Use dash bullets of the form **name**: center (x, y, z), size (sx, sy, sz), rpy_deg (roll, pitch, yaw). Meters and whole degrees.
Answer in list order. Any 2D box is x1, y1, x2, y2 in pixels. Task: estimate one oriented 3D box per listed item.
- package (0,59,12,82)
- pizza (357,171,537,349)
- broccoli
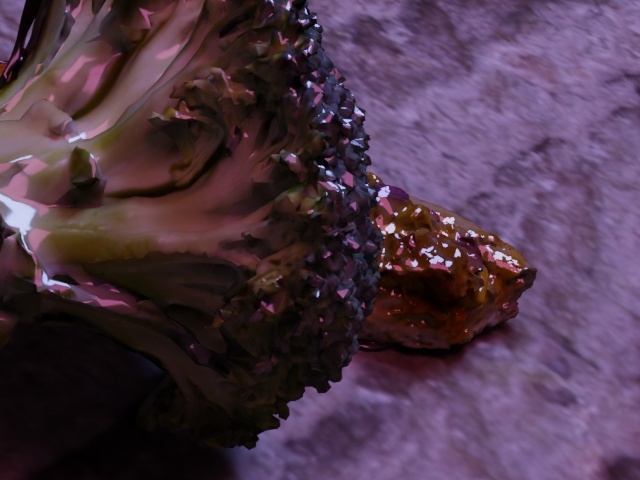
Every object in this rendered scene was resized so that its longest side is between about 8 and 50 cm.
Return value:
- **package**: center (-0.192, -0.090, 1.023), size (0.111, 0.033, 0.077), rpy_deg (24, 9, -25)
- **pizza**: center (0.001, -0.001, 0.997), size (0.246, 0.058, 0.127), rpy_deg (14, 36, -11)
- **broccoli**: center (-0.134, 0.017, 0.777), size (0.252, 0.221, 0.361), rpy_deg (46, 63, 5)
